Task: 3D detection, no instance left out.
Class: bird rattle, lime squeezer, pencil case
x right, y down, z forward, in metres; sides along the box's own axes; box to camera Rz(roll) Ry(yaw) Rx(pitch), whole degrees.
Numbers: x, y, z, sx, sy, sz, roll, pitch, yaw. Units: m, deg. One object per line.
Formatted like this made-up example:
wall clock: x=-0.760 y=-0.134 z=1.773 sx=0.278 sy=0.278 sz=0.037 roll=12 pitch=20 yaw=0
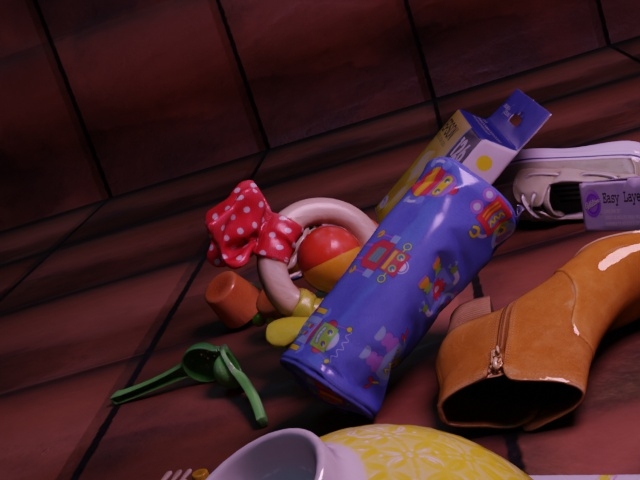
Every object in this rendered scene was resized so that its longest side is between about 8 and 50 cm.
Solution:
bird rattle: x=-0.021 y=0.031 z=1.263 sx=0.207 sy=0.253 sz=0.143 roll=-23 pitch=-17 yaw=-20
lime squeezer: x=-0.144 y=0.171 z=1.292 sx=0.310 sy=0.059 sz=0.110 roll=-1 pitch=22 yaw=46
pencil case: x=0.089 y=0.053 z=1.121 sx=0.119 sy=0.133 sz=0.306 roll=26 pitch=71 yaw=40

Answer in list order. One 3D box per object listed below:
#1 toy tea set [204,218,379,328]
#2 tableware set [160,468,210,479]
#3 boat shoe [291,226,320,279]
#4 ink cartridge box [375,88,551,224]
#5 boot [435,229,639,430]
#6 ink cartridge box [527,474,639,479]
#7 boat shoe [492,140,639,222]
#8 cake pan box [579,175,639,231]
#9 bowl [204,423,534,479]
toy tea set: x=-0.009 y=0.071 z=1.458 sx=0.336 sy=0.124 sz=0.200 roll=4 pitch=56 yaw=48
tableware set: x=-0.131 y=0.267 z=1.001 sx=0.104 sy=0.024 sz=0.154 roll=-10 pitch=15 yaw=18
boat shoe: x=0.000 y=0.000 z=1.714 sx=0.066 sy=0.066 sz=0.183 roll=-4 pitch=21 yaw=44
ink cartridge box: x=0.205 y=-0.112 z=1.581 sx=0.307 sy=0.072 sz=0.303 roll=-53 pitch=8 yaw=13
boot: x=0.257 y=0.096 z=1.025 sx=0.295 sy=0.104 sz=0.211 roll=-20 pitch=19 yaw=14
ink cartridge box: x=0.198 y=0.217 z=0.676 sx=0.175 sy=0.072 sz=0.127 roll=-9 pitch=18 yaw=32
boat shoe: x=0.338 y=-0.077 z=1.507 sx=0.302 sy=0.109 sz=0.094 roll=-12 pitch=29 yaw=38
cake pan box: x=0.465 y=-0.052 z=1.161 sx=0.246 sy=0.070 sz=0.267 roll=-4 pitch=1 yaw=-21
bowl: x=0.001 y=0.207 z=0.619 sx=0.289 sy=0.156 sz=0.289 roll=-32 pitch=22 yaw=15
